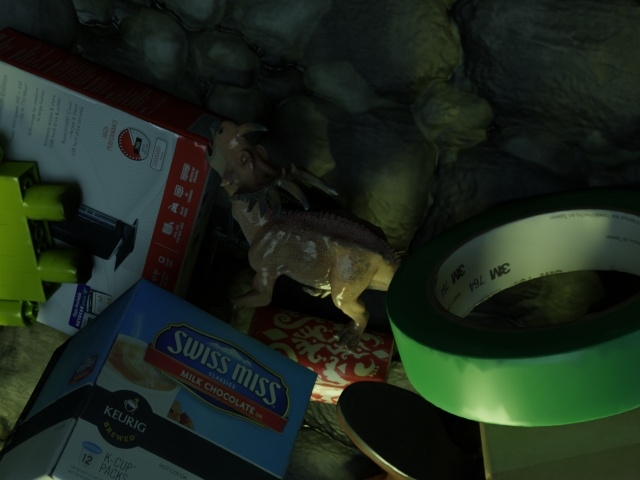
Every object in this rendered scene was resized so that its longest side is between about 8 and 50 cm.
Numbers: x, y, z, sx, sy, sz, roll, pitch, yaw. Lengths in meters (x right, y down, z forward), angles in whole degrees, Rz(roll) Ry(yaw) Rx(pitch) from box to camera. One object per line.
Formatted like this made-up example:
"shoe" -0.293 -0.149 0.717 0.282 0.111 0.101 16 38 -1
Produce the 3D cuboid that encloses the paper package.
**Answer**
"paper package" 0.356 0.216 1.061 0.325 0.168 0.309 -9 148 20

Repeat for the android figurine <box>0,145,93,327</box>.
"android figurine" -0.408 -0.011 1.225 0.273 0.056 0.248 4 119 13

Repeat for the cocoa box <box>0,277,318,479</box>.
"cocoa box" -0.204 0.228 1.162 0.231 0.228 0.347 31 149 -17

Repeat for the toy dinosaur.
"toy dinosaur" 0.000 0.000 1.123 0.296 0.127 0.200 17 124 -15

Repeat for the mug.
"mug" 0.001 0.146 1.271 0.169 0.150 0.113 10 84 7

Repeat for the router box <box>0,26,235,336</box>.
"router box" -0.289 -0.043 1.251 0.301 0.082 0.335 22 122 4

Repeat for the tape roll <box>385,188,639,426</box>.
"tape roll" 0.227 0.053 1.005 0.321 0.321 0.077 -9 116 21

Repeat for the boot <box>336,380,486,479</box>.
"boot" 0.081 0.283 1.274 0.264 0.096 0.280 27 149 -16

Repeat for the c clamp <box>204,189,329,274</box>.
"c clamp" -0.054 0.000 1.242 0.161 0.022 0.137 16 116 10
